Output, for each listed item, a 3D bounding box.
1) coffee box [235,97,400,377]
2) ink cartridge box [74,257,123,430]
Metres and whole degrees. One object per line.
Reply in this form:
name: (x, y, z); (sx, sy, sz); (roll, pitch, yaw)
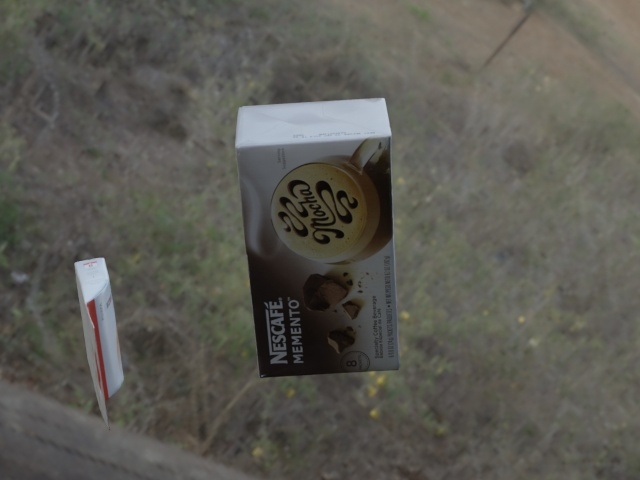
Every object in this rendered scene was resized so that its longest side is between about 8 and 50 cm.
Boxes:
coffee box: (0.000, 0.000, 1.488); (0.168, 0.297, 0.119); (-3, 28, 0)
ink cartridge box: (-0.259, 0.121, 1.581); (0.045, 0.145, 0.179); (-11, 26, -16)
